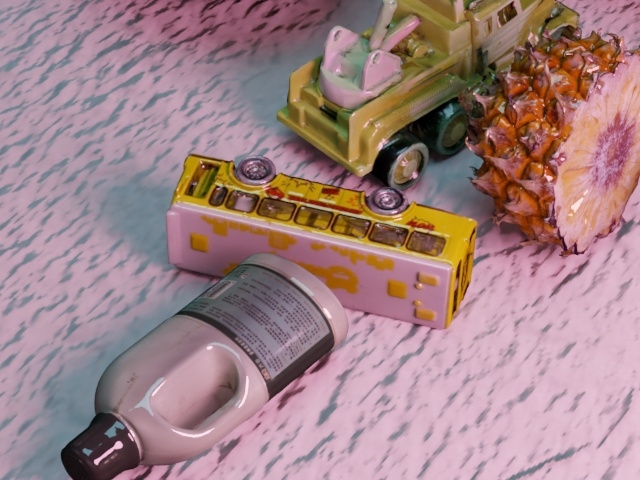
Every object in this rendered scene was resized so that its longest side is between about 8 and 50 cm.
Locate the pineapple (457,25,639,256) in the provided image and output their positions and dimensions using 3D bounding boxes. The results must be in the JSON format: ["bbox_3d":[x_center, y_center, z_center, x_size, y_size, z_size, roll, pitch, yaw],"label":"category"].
[{"bbox_3d":[0.163,-0.086,1.489,0.137,0.176,0.161,26,46,30],"label":"pineapple"}]

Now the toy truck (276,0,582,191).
[{"bbox_3d":[0.098,-0.159,1.601,0.259,0.135,0.128,-28,50,-33],"label":"toy truck"}]

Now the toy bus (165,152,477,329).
[{"bbox_3d":[0.000,0.000,1.466,0.226,0.081,0.074,14,48,10],"label":"toy bus"}]

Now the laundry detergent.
[{"bbox_3d":[-0.087,0.095,1.359,0.099,0.070,0.225,34,51,24],"label":"laundry detergent"}]
